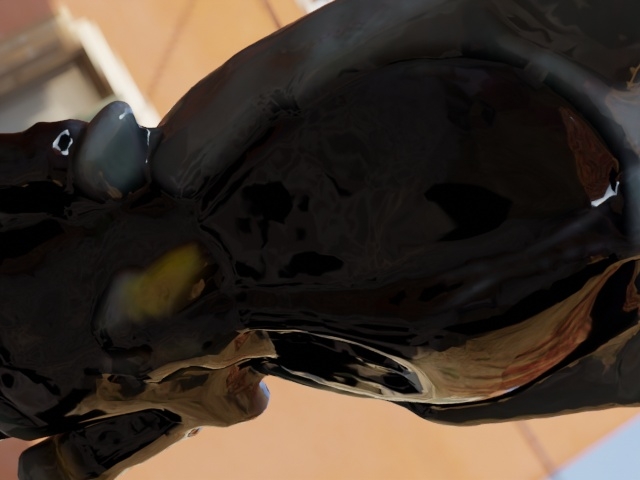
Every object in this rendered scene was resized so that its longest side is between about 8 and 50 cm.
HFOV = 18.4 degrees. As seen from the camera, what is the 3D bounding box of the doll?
[{"bbox_3d":[0.002,0.003,0.539,0.103,0.316,0.145,-57,130,-76],"label":"doll"}]
